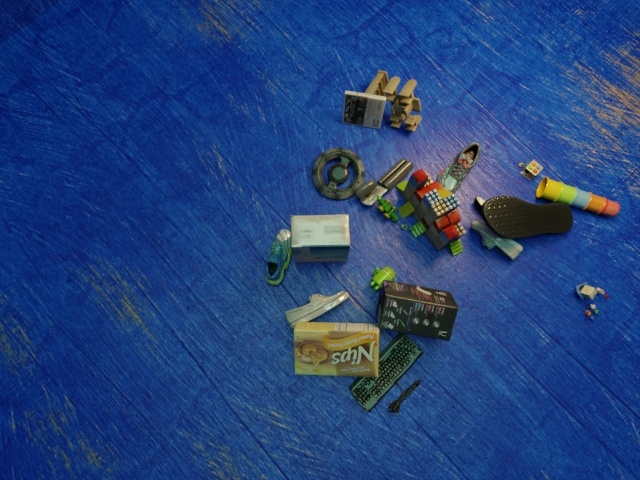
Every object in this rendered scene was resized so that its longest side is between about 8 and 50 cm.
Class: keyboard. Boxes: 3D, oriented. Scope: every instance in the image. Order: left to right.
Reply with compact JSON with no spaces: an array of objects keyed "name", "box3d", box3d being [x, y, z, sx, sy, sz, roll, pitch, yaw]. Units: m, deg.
[{"name":"keyboard","box3d":[0.279,0.533,1.717,0.201,0.033,0.317,43,81,10]}]

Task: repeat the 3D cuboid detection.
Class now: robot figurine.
[{"name":"robot figurine","box3d":[0.252,0.154,1.794,0.115,0.067,0.101,-43,67,-10]}]

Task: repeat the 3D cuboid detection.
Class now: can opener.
[{"name":"can opener","box3d":[0.274,-0.252,1.884,0.280,0.093,0.074,-40,45,-10]}]

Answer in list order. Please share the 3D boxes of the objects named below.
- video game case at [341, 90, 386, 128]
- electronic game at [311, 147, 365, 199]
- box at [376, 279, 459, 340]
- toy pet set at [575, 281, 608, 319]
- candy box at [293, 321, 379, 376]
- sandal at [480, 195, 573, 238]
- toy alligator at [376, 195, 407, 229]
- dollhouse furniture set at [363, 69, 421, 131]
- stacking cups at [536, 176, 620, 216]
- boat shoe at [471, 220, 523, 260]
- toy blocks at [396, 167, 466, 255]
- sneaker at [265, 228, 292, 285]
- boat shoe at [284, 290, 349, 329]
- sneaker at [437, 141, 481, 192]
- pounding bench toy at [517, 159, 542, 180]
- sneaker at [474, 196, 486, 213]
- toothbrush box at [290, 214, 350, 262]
[{"name":"video game case","box3d":[0.183,-0.559,1.915,0.173,0.190,0.022,10,66,3]},{"name":"electronic game","box3d":[0.077,-0.287,1.919,0.230,0.048,0.229,0,83,3]},{"name":"box","box3d":[0.360,0.262,1.690,0.271,0.165,0.143,10,106,2]},{"name":"toy pet set","box3d":[1.068,0.231,1.780,0.114,0.065,0.122,43,81,-25]},{"name":"candy box","box3d":[0.061,0.409,1.678,0.317,0.087,0.182,0,103,4]},{"name":"sandal","box3d":[0.821,-0.083,1.807,0.446,0.107,0.167,4,85,-21]},{"name":"toy alligator","box3d":[0.292,-0.114,1.871,0.056,0.051,0.189,-46,103,-9]},{"name":"dollhouse furniture set","box3d":[0.328,-0.620,1.922,0.242,0.212,0.161,23,71,29]},{"name":"stacking cups","box3d":[1.073,-0.169,1.855,0.317,0.096,0.096,20,77,5]},{"name":"boat shoe","box3d":[0.708,0.002,1.819,0.228,0.079,0.081,33,92,8]},{"name":"toy blocks","box3d":[0.455,-0.126,1.764,0.191,0.261,0.381,-28,77,-6]},{"name":"sneaker","box3d":[-0.165,0.059,1.794,0.091,0.126,0.240,9,76,3]},{"name":"boat shoe","box3d":[-0.017,0.254,1.764,0.268,0.096,0.088,-28,82,2]},{"name":"sneaker","box3d":[0.585,-0.314,1.880,0.104,0.125,0.261,34,78,9]},{"name":"pounding bench toy","box3d":[0.892,-0.311,1.905,0.083,0.065,0.052,43,80,11]},{"name":"sneaker","box3d":[0.718,-0.131,1.869,0.075,0.057,0.161,-40,82,-12]},{"name":"toothbrush box","box3d":[0.000,0.000,1.721,0.217,0.295,0.126,-1,77,0]}]
